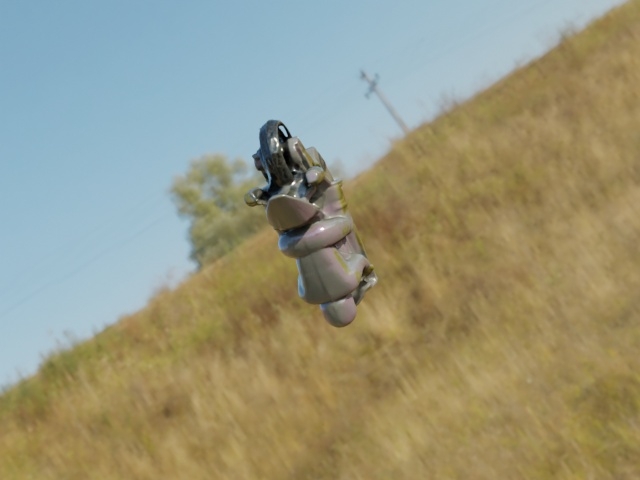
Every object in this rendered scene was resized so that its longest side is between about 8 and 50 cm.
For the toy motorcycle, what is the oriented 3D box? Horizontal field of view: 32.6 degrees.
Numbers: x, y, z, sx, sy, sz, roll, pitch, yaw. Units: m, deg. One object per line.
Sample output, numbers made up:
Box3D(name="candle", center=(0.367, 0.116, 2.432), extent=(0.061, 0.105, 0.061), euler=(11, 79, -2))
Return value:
Box3D(name="toy motorcycle", center=(0.000, 0.000, 0.976), extent=(0.073, 0.152, 0.225), euler=(-18, -34, 13))
